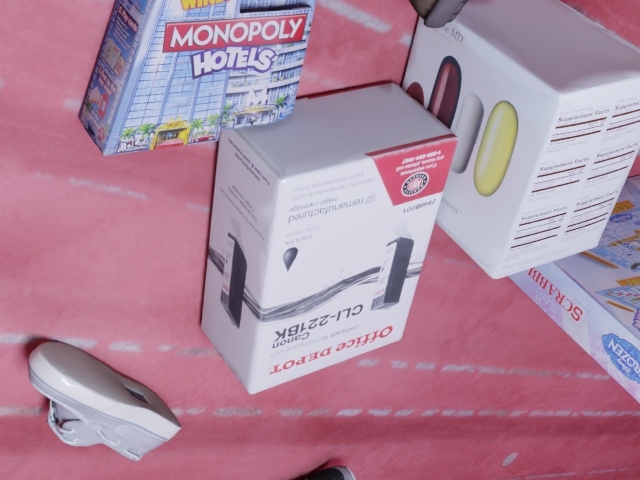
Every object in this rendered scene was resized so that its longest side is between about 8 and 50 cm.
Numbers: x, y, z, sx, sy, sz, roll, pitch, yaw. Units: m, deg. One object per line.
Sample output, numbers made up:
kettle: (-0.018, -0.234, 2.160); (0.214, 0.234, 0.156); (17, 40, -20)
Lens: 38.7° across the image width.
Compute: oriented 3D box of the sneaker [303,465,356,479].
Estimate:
sneaker: (-0.046, 0.378, 1.259); (0.215, 0.084, 0.083); (-32, 136, -10)

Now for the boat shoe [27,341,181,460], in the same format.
boat shoe: (-0.225, 0.174, 0.909); (0.081, 0.079, 0.227); (-45, 145, -2)

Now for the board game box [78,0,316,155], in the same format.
board game box: (-0.082, -0.173, 0.710); (0.194, 0.060, 0.194); (-13, 135, -32)

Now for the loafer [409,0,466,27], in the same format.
loafer: (0.110, -0.335, 0.687); (0.134, 0.130, 0.365); (-53, 162, -42)

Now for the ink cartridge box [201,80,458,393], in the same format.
ink cartridge box: (0.000, 0.000, 0.902); (0.197, 0.114, 0.272); (-16, 137, -29)

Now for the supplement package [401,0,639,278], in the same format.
supplement package: (0.188, -0.111, 0.888); (0.149, 0.194, 0.203); (-15, 135, -31)

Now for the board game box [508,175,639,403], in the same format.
board game box: (0.406, 0.047, 1.128); (0.319, 0.318, 0.065); (-10, 133, -33)
